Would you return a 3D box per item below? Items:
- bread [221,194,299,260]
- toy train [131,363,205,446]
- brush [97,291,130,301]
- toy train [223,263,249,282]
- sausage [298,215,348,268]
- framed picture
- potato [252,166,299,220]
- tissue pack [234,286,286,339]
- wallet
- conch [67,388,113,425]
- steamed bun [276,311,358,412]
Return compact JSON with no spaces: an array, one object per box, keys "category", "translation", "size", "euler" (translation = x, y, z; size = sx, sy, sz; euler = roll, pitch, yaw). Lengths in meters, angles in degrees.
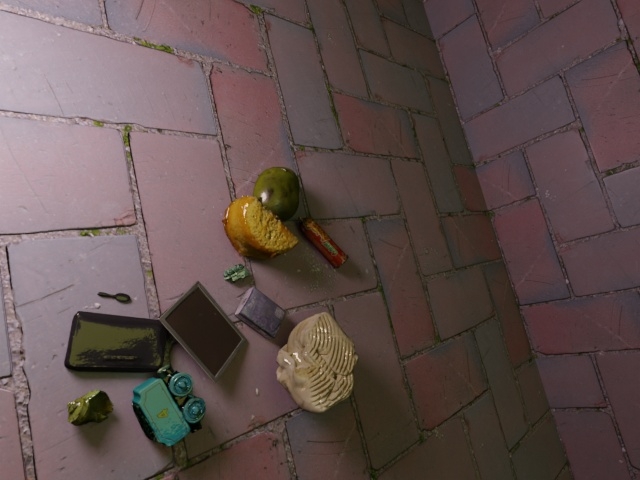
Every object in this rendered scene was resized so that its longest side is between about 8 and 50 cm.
[{"category":"bread","translation":[-0.215,-0.019,1.389],"size":[0.260,0.161,0.147],"euler":[49,54,-26]},{"category":"toy train","translation":[-0.398,0.437,1.083],"size":[0.155,0.107,0.197],"euler":[-28,94,-37]},{"category":"brush","translation":[-0.557,0.150,1.108],"size":[0.083,0.008,0.023],"euler":[18,64,-37]},{"category":"toy train","translation":[-0.281,0.111,1.360],"size":[0.083,0.033,0.053],"euler":[-30,99,-44]},{"category":"sausage","translation":[0.000,0.000,1.636],"size":[0.264,0.083,0.083],"euler":[47,49,-18]},{"category":"framed picture","translation":[-0.344,0.269,1.226],"size":[0.252,0.014,0.197],"euler":[54,32,-12]},{"category":"potato","translation":[-0.160,-0.169,1.504],"size":[0.186,0.149,0.253],"euler":[64,34,-25]},{"category":"tissue pack","translation":[-0.198,0.243,1.376],"size":[0.156,0.051,0.112],"euler":[43,47,-22]},{"category":"wallet","translation":[-0.519,0.270,1.075],"size":[0.250,0.044,0.148],"euler":[18,66,-38]},{"category":"conch","translation":[-0.545,0.397,0.977],"size":[0.089,0.074,0.121],"euler":[-49,136,-7]},{"category":"steamed bun","translation":[-0.024,0.411,1.374],"size":[0.276,0.203,0.288],"euler":[-15,71,-36]}]
